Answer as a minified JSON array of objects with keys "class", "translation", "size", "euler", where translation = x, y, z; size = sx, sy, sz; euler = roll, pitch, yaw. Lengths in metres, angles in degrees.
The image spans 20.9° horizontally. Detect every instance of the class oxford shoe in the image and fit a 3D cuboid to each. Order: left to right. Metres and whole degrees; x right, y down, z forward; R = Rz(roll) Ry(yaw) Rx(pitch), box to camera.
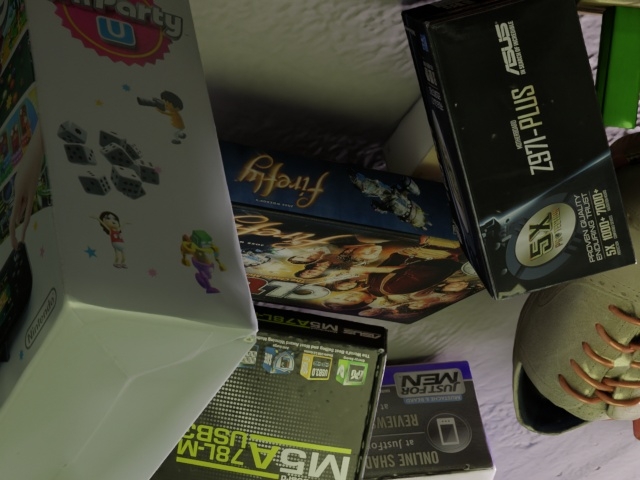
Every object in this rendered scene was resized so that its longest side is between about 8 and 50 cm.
[{"class":"oxford shoe","translation":[0.208,0.042,1.070],"size":[0.140,0.146,0.397],"euler":[22,164,2]}]

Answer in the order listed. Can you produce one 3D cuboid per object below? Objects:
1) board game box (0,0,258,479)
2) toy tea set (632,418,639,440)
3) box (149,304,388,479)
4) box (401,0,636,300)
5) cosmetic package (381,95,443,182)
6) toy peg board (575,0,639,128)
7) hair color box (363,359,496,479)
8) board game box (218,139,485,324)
[{"class":"board game box","translation":[-0.141,-0.022,0.852],"size":[0.097,0.303,0.224],"euler":[10,138,-29]},{"class":"toy tea set","translation":[0.323,0.100,1.372],"size":[0.200,0.124,0.336],"euler":[-5,161,44]},{"class":"box","translation":[-0.060,0.132,1.208],"size":[0.190,0.045,0.184],"euler":[10,113,-1]},{"class":"box","translation":[0.103,-0.061,0.946],"size":[0.077,0.180,0.147],"euler":[-15,100,1]},{"class":"cosmetic package","translation":[0.105,-0.053,1.117],"size":[0.115,0.041,0.060],"euler":[8,140,-28]},{"class":"toy peg board","translation":[0.218,-0.097,0.955],"size":[0.160,0.079,0.161],"euler":[6,-174,6]},{"class":"hair color box","translation":[0.018,0.236,1.428],"size":[0.185,0.110,0.339],"euler":[-3,145,-10]},{"class":"board game box","translation":[0.000,0.000,1.111],"size":[0.243,0.042,0.165],"euler":[9,159,-29]}]
